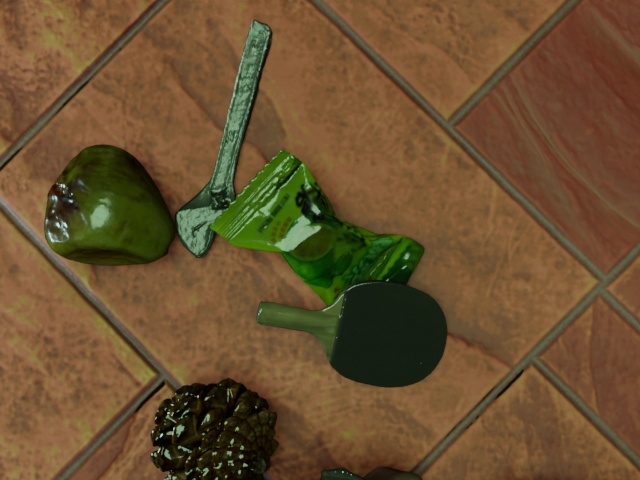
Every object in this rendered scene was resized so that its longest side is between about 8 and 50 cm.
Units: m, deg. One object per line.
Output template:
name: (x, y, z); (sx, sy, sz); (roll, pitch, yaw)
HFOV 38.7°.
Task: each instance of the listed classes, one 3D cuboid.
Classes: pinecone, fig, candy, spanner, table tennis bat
pinecone: (-0.135, 0.243, 1.116); (0.173, 0.173, 0.174); (0, 86, 3)
fig: (-0.264, -0.030, 1.151); (0.165, 0.144, 0.154); (33, 52, -4)
candy: (0.000, 0.000, 1.160); (0.246, 0.069, 0.149); (37, 95, -18)
spanner: (-0.119, -0.134, 1.201); (0.093, 0.026, 0.326); (14, 86, 4)
table tennis bat: (0.041, 0.113, 1.149); (0.246, 0.022, 0.138); (10, 99, -9)

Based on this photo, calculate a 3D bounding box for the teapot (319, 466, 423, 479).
teapot: (0.010, 0.439, 1.012); (0.305, 0.376, 0.362); (1, 109, 45)
